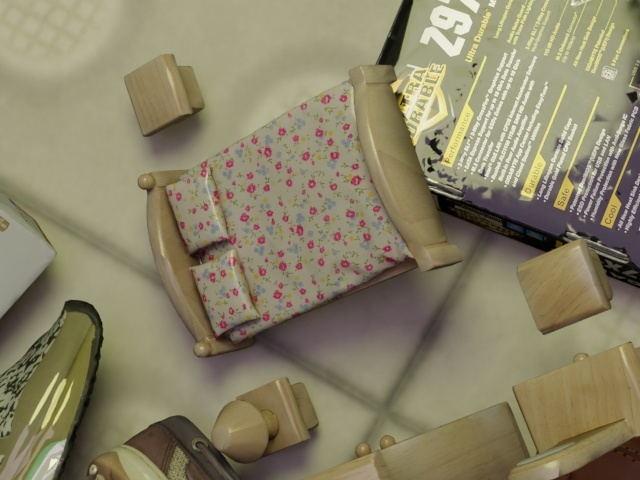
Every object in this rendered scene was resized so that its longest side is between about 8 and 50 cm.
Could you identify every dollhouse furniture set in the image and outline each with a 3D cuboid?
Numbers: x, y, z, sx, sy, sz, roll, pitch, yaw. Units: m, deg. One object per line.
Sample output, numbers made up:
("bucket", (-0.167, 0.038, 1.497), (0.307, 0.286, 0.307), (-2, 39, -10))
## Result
("dollhouse furniture set", (0.000, 0.000, 0.857), (0.303, 0.174, 0.355), (-26, 81, 33))

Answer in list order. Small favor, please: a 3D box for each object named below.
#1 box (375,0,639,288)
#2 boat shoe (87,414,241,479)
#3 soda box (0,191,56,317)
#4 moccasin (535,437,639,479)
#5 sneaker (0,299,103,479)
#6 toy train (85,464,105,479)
("box", (0.193, -0.152, 0.968), (0.257, 0.079, 0.322), (21, 85, 13))
("boat shoe", (-0.032, 0.230, 0.933), (0.285, 0.103, 0.092), (43, 57, 12))
("soda box", (-0.288, 0.058, 0.996), (0.216, 0.074, 0.069), (-49, 121, -1))
("moccasin", (0.134, 0.297, 0.880), (0.147, 0.139, 0.380), (13, 87, 24))
("sneaker", (-0.310, 0.179, 0.921), (0.182, 0.158, 0.410), (43, 87, -14))
("toy train", (-0.127, 0.237, 0.884), (0.143, 0.248, 0.105), (42, 53, 2))
